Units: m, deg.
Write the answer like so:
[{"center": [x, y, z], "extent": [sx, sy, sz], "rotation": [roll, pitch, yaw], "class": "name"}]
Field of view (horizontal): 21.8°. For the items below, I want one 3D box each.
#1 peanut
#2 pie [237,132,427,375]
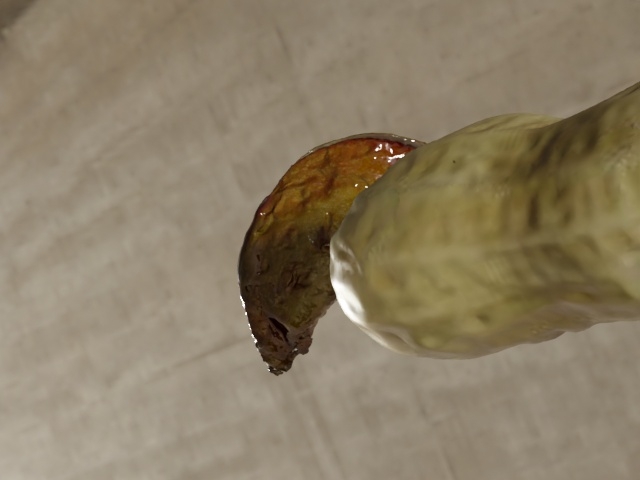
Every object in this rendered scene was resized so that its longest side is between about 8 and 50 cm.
[{"center": [0.134, -0.012, 0.871], "extent": [0.290, 0.130, 0.130], "rotation": [-13, -177, 36], "class": "peanut"}, {"center": [-0.001, -0.003, 1.093], "extent": [0.191, 0.088, 0.033], "rotation": [-51, -176, 10], "class": "pie"}]
